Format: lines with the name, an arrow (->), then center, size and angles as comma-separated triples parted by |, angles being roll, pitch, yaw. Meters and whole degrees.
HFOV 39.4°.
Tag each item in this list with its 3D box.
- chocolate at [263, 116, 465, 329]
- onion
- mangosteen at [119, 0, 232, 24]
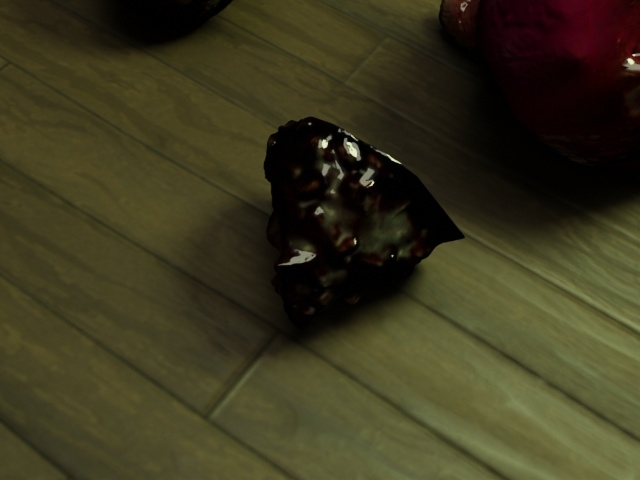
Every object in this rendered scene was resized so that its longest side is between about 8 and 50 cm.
chocolate -> 0.000, 0.000, 0.931 | 0.206, 0.224, 0.177 | 25, 77, 41
onion -> 0.314, -0.269, 1.106 | 0.420, 0.398, 0.398 | -4, 36, 48
mangosteen -> -0.167, -0.395, 1.150 | 0.265, 0.228, 0.228 | -1, 51, 16
